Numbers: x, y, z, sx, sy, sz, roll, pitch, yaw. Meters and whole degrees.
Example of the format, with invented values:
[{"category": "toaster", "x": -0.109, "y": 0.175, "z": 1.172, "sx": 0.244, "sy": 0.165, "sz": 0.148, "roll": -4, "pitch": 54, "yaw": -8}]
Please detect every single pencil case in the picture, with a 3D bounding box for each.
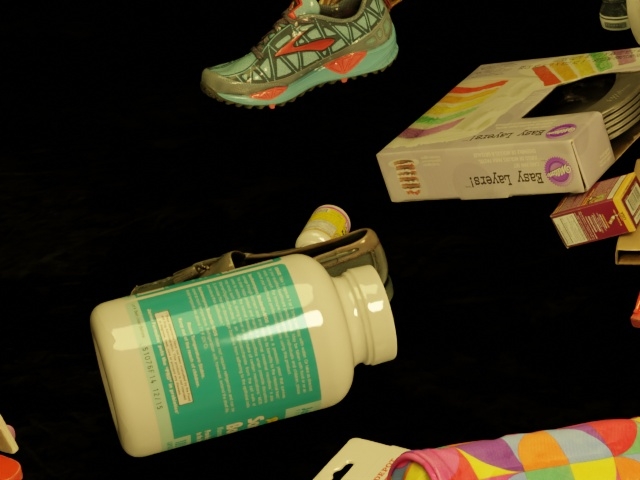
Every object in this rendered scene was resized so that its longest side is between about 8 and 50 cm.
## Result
[{"category": "pencil case", "x": 0.166, "y": 0.197, "z": 1.508, "sx": 0.236, "sy": 0.104, "sz": 0.104, "roll": -2, "pitch": 24, "yaw": -27}]

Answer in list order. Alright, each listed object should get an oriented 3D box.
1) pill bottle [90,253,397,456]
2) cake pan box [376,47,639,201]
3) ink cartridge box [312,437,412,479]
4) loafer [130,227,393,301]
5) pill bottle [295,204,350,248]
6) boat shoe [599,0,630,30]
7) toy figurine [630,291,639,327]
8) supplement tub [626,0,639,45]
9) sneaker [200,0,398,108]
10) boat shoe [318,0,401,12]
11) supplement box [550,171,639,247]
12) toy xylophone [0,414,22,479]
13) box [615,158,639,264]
[{"category": "pill bottle", "x": -0.068, "y": 0.098, "z": 1.801, "sx": 0.264, "sy": 0.146, "sz": 0.146, "roll": -14, "pitch": 30, "yaw": -9}, {"category": "cake pan box", "x": 0.233, "y": -0.126, "z": 2.144, "sx": 0.267, "sy": 0.070, "sz": 0.246, "roll": -1, "pitch": 29, "yaw": 40}, {"category": "ink cartridge box", "x": 0.081, "y": 0.230, "z": 1.612, "sx": 0.180, "sy": 0.060, "sz": 0.104, "roll": 12, "pitch": 36, "yaw": 31}, {"category": "loafer", "x": -0.064, "y": 0.034, "z": 1.974, "sx": 0.268, "sy": 0.084, "sz": 0.096, "roll": -6, "pitch": 29, "yaw": 5}, {"category": "pill bottle", "x": 0.000, "y": 0.000, "z": 2.059, "sx": 0.043, "sy": 0.043, "sz": 0.083, "roll": 2, "pitch": 32, "yaw": 19}, {"category": "boat shoe", "x": 0.398, "y": -0.342, "z": 2.512, "sx": 0.065, "sy": 0.083, "sz": 0.183, "roll": 4, "pitch": 31, "yaw": 21}, {"category": "toy figurine", "x": 0.394, "y": 0.179, "z": 1.548, "sx": 0.363, "sy": 0.191, "sz": 0.217, "roll": 15, "pitch": 75, "yaw": 32}, {"category": "supplement tub", "x": 0.522, "y": -0.263, "z": 2.191, "sx": 0.228, "sy": 0.228, "sz": 0.316, "roll": -30, "pitch": 35, "yaw": -33}, {"category": "sneaker", "x": -0.034, "y": -0.250, "z": 2.427, "sx": 0.262, "sy": 0.125, "sz": 0.104, "roll": -20, "pitch": 31, "yaw": -20}, {"category": "boat shoe", "x": 0.064, "y": -0.324, "z": 2.593, "sx": 0.060, "sy": 0.064, "sz": 0.178, "roll": 14, "pitch": 34, "yaw": 38}, {"category": "supplement box", "x": 0.285, "y": -0.030, "z": 2.007, "sx": 0.083, "sy": 0.043, "sz": 0.055, "roll": -15, "pitch": 23, "yaw": 37}, {"category": "toy xylophone", "x": -0.433, "y": 0.217, "z": 1.757, "sx": 0.236, "sy": 0.081, "sz": 0.323, "roll": 18, "pitch": 39, "yaw": 39}, {"category": "box", "x": 0.397, "y": -0.032, "z": 2.030, "sx": 0.164, "sy": 0.021, "sz": 0.201, "roll": 1, "pitch": 31, "yaw": 17}]
